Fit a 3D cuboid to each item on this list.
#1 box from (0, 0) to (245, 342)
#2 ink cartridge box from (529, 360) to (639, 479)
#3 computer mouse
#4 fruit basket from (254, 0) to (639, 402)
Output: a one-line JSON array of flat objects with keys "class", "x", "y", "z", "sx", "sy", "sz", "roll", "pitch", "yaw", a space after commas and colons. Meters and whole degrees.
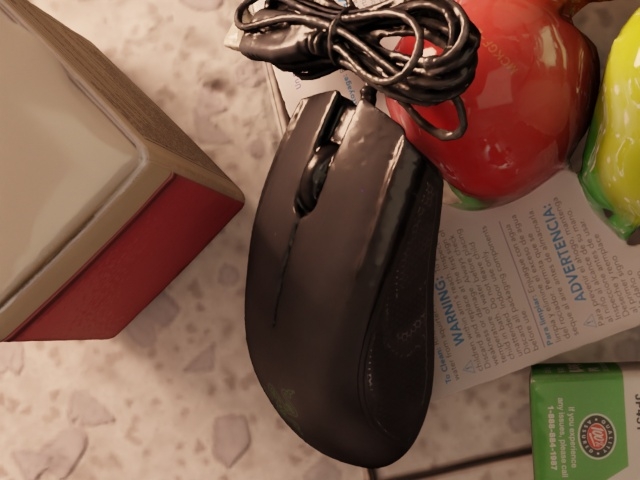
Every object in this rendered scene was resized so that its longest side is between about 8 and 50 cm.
[{"class": "box", "x": -0.152, "y": -0.038, "z": 0.761, "sx": 0.127, "sy": 0.232, "sz": 0.148, "roll": -46, "pitch": 81, "yaw": 4}, {"class": "ink cartridge box", "x": 0.221, "y": 0.140, "z": 0.768, "sx": 0.209, "sy": 0.087, "sz": 0.153, "roll": -4, "pitch": 87, "yaw": 8}, {"class": "computer mouse", "x": 0.000, "y": 0.000, "z": 0.770, "sx": 0.188, "sy": 0.072, "sz": 0.272, "roll": 19, "pitch": 114, "yaw": 51}, {"class": "fruit basket", "x": 0.142, "y": -0.112, "z": 0.774, "sx": 0.353, "sy": 0.165, "sz": 0.327, "roll": -26, "pitch": 76, "yaw": 30}]
